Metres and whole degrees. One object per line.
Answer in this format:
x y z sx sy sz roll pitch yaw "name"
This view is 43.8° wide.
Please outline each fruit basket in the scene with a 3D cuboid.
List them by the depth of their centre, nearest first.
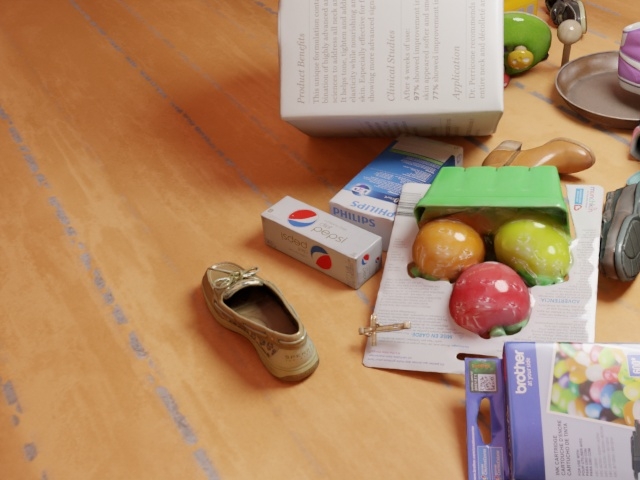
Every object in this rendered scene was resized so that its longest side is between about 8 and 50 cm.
0.255 0.054 1.217 0.326 0.165 0.353 1 59 21 "fruit basket"

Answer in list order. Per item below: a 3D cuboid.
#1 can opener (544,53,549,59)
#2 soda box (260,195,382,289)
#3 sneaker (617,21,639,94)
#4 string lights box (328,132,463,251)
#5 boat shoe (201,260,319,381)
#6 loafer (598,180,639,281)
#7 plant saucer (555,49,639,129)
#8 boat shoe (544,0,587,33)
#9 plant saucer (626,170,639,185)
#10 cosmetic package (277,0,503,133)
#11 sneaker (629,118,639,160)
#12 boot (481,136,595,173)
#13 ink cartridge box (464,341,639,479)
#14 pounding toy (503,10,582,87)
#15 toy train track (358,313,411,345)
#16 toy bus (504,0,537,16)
0.450 -0.464 1.843 0.186 0.059 0.073 8 14 -31 "can opener"
0.000 0.000 1.361 0.216 0.069 0.074 26 48 33 "soda box"
0.688 -0.344 1.521 0.102 0.161 0.282 -30 38 -24 "sneaker"
0.142 -0.094 1.451 0.133 0.077 0.259 19 45 30 "string lights box"
-0.098 0.100 1.231 0.104 0.089 0.285 -29 43 -25 "boat shoe"
0.488 -0.013 1.306 0.084 0.096 0.267 -5 26 36 "loafer"
0.653 -0.314 1.677 0.310 0.050 0.311 -4 39 4 "plant saucer"
0.609 -0.564 1.982 0.073 0.080 0.224 -7 33 8 "boat shoe"
0.609 -0.115 1.420 0.119 0.021 0.119 -24 12 5 "plant saucer"
0.141 -0.374 1.509 0.393 0.330 0.327 1 2 10 "cosmetic package"
0.652 -0.191 1.383 0.112 0.131 0.319 32 1 -5 "sneaker"
0.390 -0.123 1.460 0.197 0.073 0.152 5 37 34 "boot"
0.339 0.221 0.997 0.311 0.065 0.186 -1 58 10 "ink cartridge box"
0.443 -0.399 1.749 0.236 0.183 0.110 3 64 7 "pounding toy"
0.092 0.128 1.170 0.083 0.014 0.048 -11 64 27 "toy train track"
0.356 -0.487 1.873 0.332 0.130 0.108 -26 42 -23 "toy bus"
